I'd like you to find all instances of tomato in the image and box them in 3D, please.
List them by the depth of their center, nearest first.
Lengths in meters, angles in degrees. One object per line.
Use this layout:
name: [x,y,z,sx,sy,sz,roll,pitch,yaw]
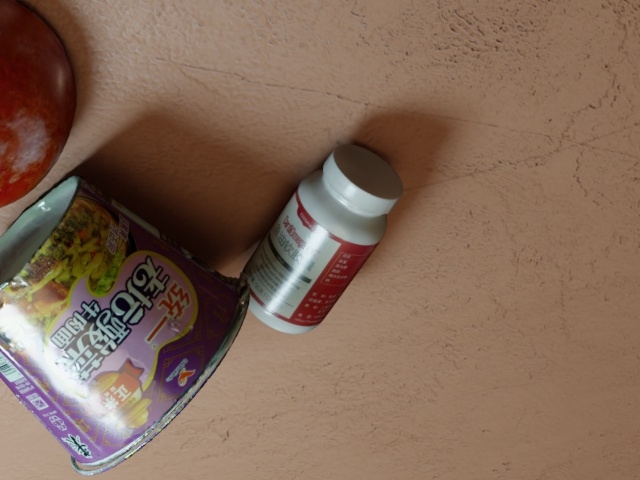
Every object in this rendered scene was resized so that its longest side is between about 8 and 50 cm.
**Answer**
tomato: [-0.463,-0.160,1.798,0.334,0.176,0.290,29,117,-22]

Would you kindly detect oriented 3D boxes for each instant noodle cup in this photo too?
instant noodle cup: [-0.296,0.089,1.931,0.340,0.340,0.266,-38,110,22]

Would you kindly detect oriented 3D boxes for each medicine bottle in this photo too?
medicine bottle: [0.000,0.000,1.979,0.131,0.131,0.250,22,123,-20]
